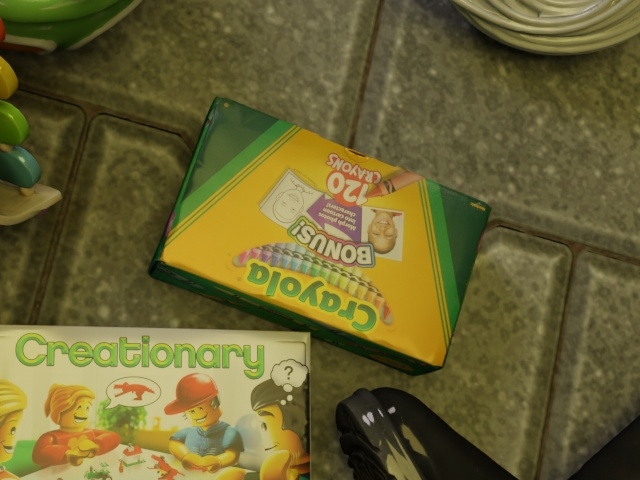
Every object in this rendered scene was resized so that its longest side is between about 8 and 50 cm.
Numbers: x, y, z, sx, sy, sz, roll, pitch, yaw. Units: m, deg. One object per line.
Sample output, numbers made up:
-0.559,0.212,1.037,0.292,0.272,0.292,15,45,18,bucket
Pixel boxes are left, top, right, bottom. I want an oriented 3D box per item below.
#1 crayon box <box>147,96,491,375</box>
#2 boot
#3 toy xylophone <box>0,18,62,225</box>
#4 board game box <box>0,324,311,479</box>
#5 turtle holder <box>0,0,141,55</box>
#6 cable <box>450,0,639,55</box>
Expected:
0.000,0.000,1.181,0.278,0.081,0.165,21,74,-9,crayon box
0.279,0.193,1.175,0.445,0.146,0.367,-31,97,-14,boot
-0.341,-0.143,1.025,0.236,0.323,0.081,21,52,24,toy xylophone
-0.159,0.174,1.121,0.305,0.053,0.193,2,78,-14,board game box
-0.242,-0.314,1.109,0.243,0.227,0.320,4,76,-13,turtle holder
0.234,-0.299,1.226,0.257,0.257,0.089,37,31,-21,cable
